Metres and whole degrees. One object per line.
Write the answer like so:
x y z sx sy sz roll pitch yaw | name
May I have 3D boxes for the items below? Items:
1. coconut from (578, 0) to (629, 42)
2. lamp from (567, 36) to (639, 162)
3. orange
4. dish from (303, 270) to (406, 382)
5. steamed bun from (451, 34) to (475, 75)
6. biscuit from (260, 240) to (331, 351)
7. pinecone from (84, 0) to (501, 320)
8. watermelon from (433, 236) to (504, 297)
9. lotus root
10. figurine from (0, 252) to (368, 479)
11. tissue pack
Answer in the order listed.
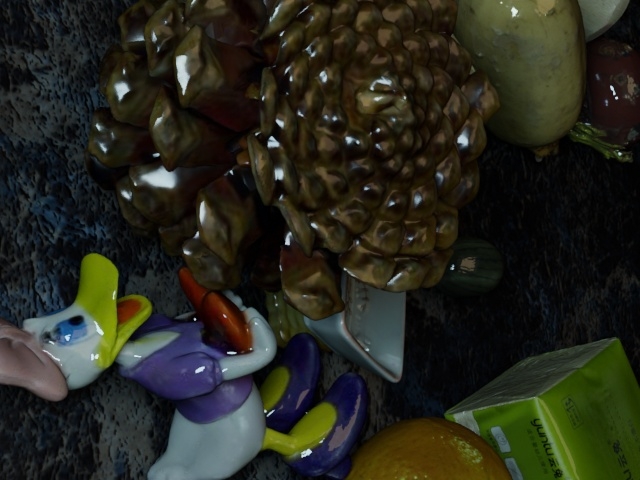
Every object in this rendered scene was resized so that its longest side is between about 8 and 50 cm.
0.350 -0.358 1.814 0.183 0.171 0.171 18 64 -38 | coconut
0.389 -0.200 1.821 0.157 0.134 0.156 -89 170 -52 | lamp
0.104 0.274 1.345 0.237 0.179 0.158 -31 141 -40 | orange
0.035 0.025 1.395 0.154 0.064 0.234 47 41 -51 | dish
0.077 -0.189 1.494 0.200 0.154 0.250 44 24 -25 | steamed bun
0.000 0.000 1.459 0.172 0.029 0.255 4 73 -43 | biscuit
-0.053 -0.103 1.221 0.384 0.384 0.385 16 66 -39 | pinecone
0.170 0.032 1.570 0.110 0.078 0.078 1 76 -38 | watermelon
0.249 -0.215 1.642 0.151 0.169 0.343 -36 143 -15 | lotus root
-0.139 0.125 1.215 0.421 0.154 0.193 35 91 -39 | figurine
0.298 0.283 1.541 0.200 0.167 0.275 -24 92 -44 | tissue pack
